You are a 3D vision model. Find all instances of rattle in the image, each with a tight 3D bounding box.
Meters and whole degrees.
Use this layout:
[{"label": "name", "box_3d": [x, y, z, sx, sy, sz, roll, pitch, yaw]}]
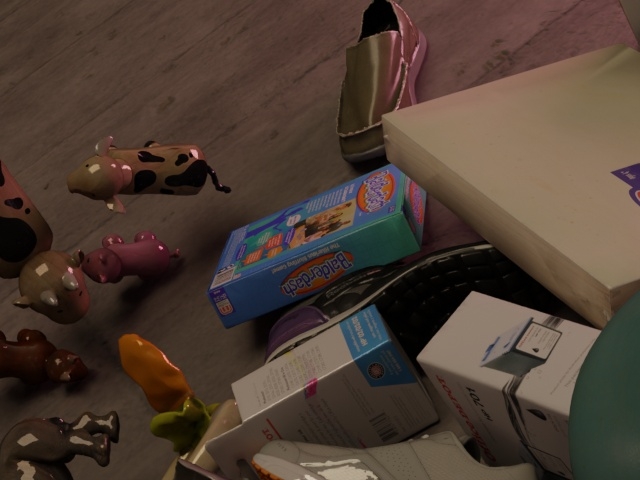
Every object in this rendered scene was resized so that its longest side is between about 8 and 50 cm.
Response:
[{"label": "rattle", "box_3d": [-0.160, 0.201, 1.389, 0.200, 0.143, 0.130, -53, 21, -18]}]

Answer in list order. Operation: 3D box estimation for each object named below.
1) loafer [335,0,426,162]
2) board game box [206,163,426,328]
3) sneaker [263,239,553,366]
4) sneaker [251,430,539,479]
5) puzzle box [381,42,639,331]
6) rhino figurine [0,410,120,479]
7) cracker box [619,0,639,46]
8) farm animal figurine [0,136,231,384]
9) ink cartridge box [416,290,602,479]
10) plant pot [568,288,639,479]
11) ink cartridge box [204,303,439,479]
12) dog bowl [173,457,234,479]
[{"label": "loafer", "box_3d": [0.056, -0.181, 1.766, 0.094, 0.087, 0.251, -17, 36, 22]}, {"label": "board game box", "box_3d": [0.000, 0.000, 1.579, 0.210, 0.047, 0.160, -23, 18, 15]}, {"label": "sneaker", "box_3d": [0.072, 0.050, 1.443, 0.283, 0.107, 0.124, -23, 28, 13]}, {"label": "sneaker", "box_3d": [0.064, 0.198, 1.267, 0.262, 0.099, 0.121, 16, 53, 40]}, {"label": "puzzle box", "box_3d": [0.258, -0.058, 1.390, 0.272, 0.052, 0.409, -17, 29, -17]}, {"label": "rhino figurine", "box_3d": [-0.236, 0.265, 1.386, 0.106, 0.073, 0.243, 0, 73, 4]}, {"label": "cracker box", "box_3d": [0.400, -0.281, 1.551, 0.232, 0.156, 0.067, -18, 36, 21]}, {"label": "farm animal figurine", "box_3d": [-0.286, -0.010, 1.626, 0.330, 0.326, 0.172, -58, 25, -6]}, {"label": "ink cartridge box", "box_3d": [0.185, 0.128, 1.208, 0.190, 0.140, 0.082, 15, 57, 49]}, {"label": "plant pot", "box_3d": [0.301, 0.122, 1.005, 0.235, 0.293, 0.293, -12, 35, 53]}, {"label": "ink cartridge box", "box_3d": [-0.004, 0.147, 1.370, 0.181, 0.104, 0.061, -29, 33, 4]}, {"label": "dog bowl", "box_3d": [-0.071, 0.319, 1.025, 0.102, 0.349, 0.349, 10, 38, -5]}]
